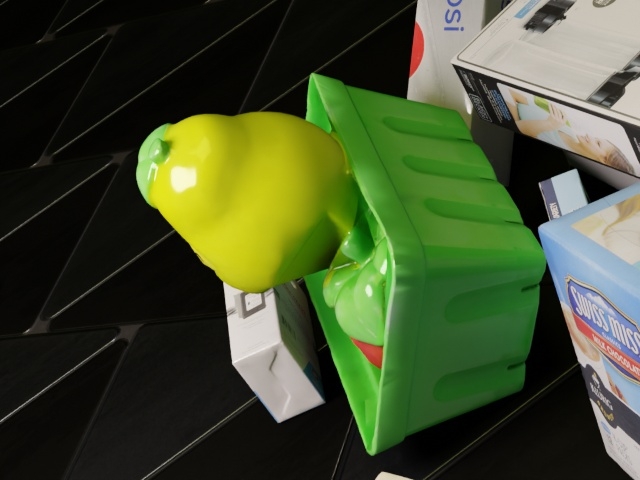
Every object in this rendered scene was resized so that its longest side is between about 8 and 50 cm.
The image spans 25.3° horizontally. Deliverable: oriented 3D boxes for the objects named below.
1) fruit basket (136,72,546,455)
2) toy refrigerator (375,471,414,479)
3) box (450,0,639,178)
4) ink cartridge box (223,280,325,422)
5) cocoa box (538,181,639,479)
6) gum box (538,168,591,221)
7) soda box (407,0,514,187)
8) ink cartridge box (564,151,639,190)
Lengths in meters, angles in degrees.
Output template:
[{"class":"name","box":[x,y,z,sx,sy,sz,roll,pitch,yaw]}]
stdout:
[{"class":"fruit basket","box":[0.000,0.000,1.408,0.392,0.283,0.392,3,34,-2]},{"class":"toy refrigerator","box":[0.032,0.318,1.071,0.094,0.102,0.269,10,52,41]},{"class":"box","box":[0.289,-0.168,1.407,0.169,0.087,0.290,-43,38,-13]},{"class":"ink cartridge box","box":[-0.053,0.096,1.544,0.060,0.104,0.180,-26,35,11]},{"class":"cocoa box","box":[0.387,0.046,1.096,0.347,0.228,0.231,-23,19,-6]},{"class":"gum box","box":[0.259,0.052,1.302,0.041,0.184,0.157,-21,36,14]},{"class":"soda box","box":[0.166,-0.207,1.619,0.098,0.091,0.286,8,93,40]},{"class":"ink cartridge box","box":[0.419,-0.181,1.510,0.307,0.129,0.223,-40,37,-11]}]
